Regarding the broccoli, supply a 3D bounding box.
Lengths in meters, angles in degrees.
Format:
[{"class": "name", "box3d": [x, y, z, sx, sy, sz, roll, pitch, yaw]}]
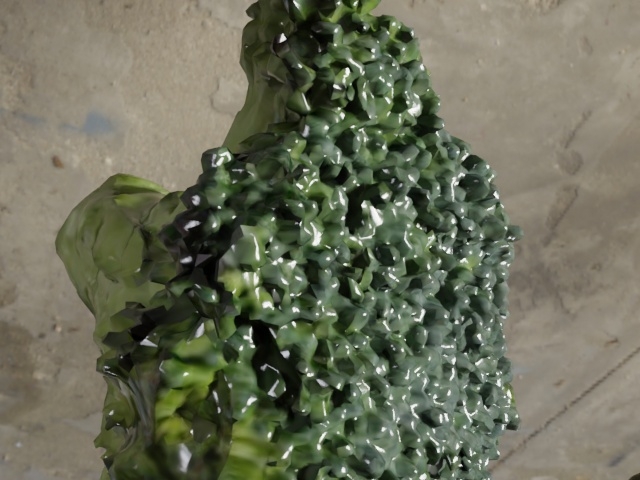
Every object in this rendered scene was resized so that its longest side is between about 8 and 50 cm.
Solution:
[{"class": "broccoli", "box3d": [-0.068, 0.081, 0.501, 0.275, 0.353, 0.397, 37, 145, -31]}]

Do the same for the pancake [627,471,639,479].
[{"class": "pancake", "box3d": [0.352, 0.325, 0.832, 0.222, 0.236, 0.042, 34, 176, -10]}]
